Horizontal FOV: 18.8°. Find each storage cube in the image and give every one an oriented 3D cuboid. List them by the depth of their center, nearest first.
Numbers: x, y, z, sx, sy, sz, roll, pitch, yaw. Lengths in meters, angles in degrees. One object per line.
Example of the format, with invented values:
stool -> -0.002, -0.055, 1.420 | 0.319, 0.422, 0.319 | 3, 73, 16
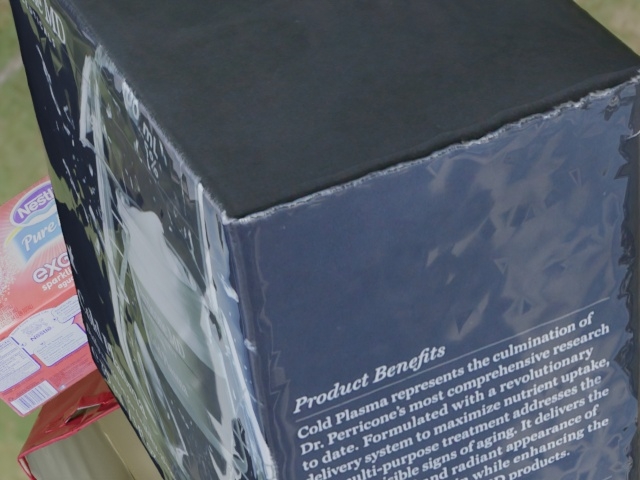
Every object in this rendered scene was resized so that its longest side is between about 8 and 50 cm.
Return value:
storage cube -> -0.198, 0.228, 2.199 | 0.184, 0.193, 0.215 | -28, 112, 24

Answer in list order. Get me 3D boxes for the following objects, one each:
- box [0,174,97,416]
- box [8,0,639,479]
box -> -0.243, 0.023, 1.990 | 0.142, 0.300, 0.154 | 56, 180, 33
box -> 0.000, 0.000, 1.412 | 0.480, 0.297, 0.471 | -129, 26, -48
